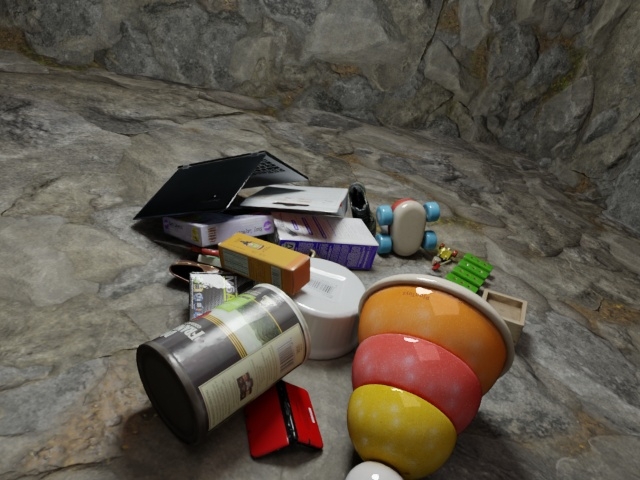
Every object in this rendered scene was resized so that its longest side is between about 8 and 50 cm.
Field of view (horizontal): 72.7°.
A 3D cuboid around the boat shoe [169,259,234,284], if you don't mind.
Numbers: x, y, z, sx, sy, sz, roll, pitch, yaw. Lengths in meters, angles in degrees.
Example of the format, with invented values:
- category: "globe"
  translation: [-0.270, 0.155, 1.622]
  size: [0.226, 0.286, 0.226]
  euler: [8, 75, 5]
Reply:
- category: "boat shoe"
  translation: [-0.303, 0.103, 1.161]
  size: [0.207, 0.073, 0.073]
  euler: [12, -4, 10]

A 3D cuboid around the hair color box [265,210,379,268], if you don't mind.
- category: "hair color box"
  translation: [0.000, 0.000, 1.454]
  size: [0.339, 0.110, 0.185]
  euler: [5, 30, -20]

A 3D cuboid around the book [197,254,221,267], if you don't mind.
- category: "book"
  translation: [-0.264, 0.065, 1.229]
  size: [0.097, 0.035, 0.144]
  euler: [12, -1, 20]

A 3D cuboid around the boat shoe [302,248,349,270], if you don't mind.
- category: "boat shoe"
  translation: [-0.025, 0.078, 1.320]
  size: [0.258, 0.095, 0.095]
  euler: [5, 31, -18]

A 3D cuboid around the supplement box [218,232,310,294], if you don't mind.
- category: "supplement box"
  translation: [-0.141, 0.053, 1.080]
  size: [0.234, 0.080, 0.078]
  euler: [19, 35, 27]

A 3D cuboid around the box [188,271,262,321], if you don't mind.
- category: "box"
  translation: [-0.227, 0.168, 1.065]
  size: [0.184, 0.045, 0.190]
  euler: [2, 55, -18]

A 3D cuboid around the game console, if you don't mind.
- category: "game console"
  translation: [-0.077, 0.369, 0.887]
  size: [0.124, 0.085, 0.144]
  euler: [35, 18, -34]

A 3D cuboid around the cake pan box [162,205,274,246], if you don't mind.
- category: "cake pan box"
  translation: [-0.314, -0.051, 1.357]
  size: [0.267, 0.070, 0.246]
  euler: [-12, 20, -40]

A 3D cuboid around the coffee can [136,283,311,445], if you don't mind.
- category: "coffee can"
  translation: [-0.184, 0.230, 0.862]
  size: [0.202, 0.201, 0.276]
  euler: [34, 39, 29]

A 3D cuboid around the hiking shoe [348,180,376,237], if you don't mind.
- category: "hiking shoe"
  translation: [0.146, -0.100, 1.597]
  size: [0.086, 0.226, 0.114]
  euler: [-16, 12, 17]

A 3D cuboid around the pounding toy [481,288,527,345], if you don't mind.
- category: "pounding toy"
  translation: [0.495, 0.235, 1.311]
  size: [0.206, 0.094, 0.181]
  euler: [17, 33, 21]

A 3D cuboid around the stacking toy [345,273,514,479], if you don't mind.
- category: "stacking toy"
  translation: [0.158, 0.331, 0.857]
  size: [0.351, 0.350, 0.479]
  euler: [24, 49, 15]

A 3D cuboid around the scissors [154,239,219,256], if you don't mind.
- category: "scissors"
  translation: [-0.361, 0.026, 1.269]
  size: [0.297, 0.021, 0.109]
  euler: [7, 0, 38]

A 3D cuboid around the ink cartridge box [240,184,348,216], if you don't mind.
- category: "ink cartridge box"
  translation: [-0.073, -0.116, 1.499]
  size: [0.309, 0.091, 0.385]
  euler: [5, 18, 7]

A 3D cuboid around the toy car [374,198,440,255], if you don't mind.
- category: "toy car"
  translation: [0.292, -0.074, 1.644]
  size: [0.220, 0.210, 0.238]
  euler: [-5, 21, -13]

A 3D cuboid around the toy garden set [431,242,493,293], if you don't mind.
- category: "toy garden set"
  translation: [0.487, 0.106, 1.564]
  size: [0.204, 0.049, 0.244]
  euler: [31, 34, 23]

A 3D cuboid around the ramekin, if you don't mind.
- category: "ramekin"
  translation: [-0.011, 0.164, 1.143]
  size: [0.278, 0.135, 0.277]
  euler: [12, 30, -7]

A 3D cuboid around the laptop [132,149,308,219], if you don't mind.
- category: "laptop"
  translation: [-0.311, -0.145, 1.443]
  size: [0.383, 0.236, 0.408]
  euler: [-2, -12, 30]
